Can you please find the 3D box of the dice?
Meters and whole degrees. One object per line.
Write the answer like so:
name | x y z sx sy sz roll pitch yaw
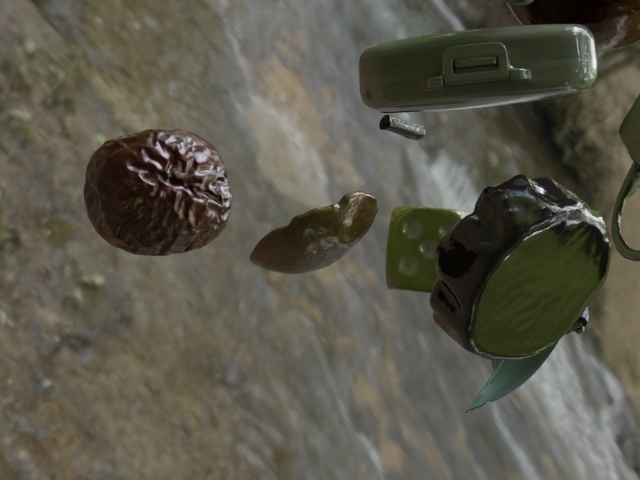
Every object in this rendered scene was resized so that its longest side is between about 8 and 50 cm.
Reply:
dice | 0.222 0.022 2.110 0.166 0.169 0.169 22 73 -78

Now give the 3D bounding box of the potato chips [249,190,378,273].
potato chips | -0.001 0.001 1.459 0.195 0.208 0.062 -5 70 -59

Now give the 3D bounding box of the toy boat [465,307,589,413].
toy boat | 0.339 0.186 1.852 0.070 0.291 0.210 50 -5 -16

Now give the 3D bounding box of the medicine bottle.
medicine bottle | 0.254 -0.278 1.724 0.282 0.375 0.123 -36 122 -80

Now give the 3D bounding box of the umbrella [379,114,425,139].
umbrella | 0.171 -0.235 2.215 0.133 0.036 0.031 12 70 -46

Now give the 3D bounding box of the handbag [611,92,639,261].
handbag | 0.375 -0.107 0.979 0.109 0.315 0.241 7 35 -18

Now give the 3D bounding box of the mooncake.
mooncake | 0.284 0.039 1.549 0.283 0.283 0.141 33 6 -45

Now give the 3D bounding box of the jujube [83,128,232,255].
jujube | -0.268 -0.078 1.751 0.232 0.213 0.213 -7 53 -27

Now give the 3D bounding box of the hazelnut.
hazelnut | 0.475 -0.531 1.838 0.359 0.359 0.409 -77 155 -67

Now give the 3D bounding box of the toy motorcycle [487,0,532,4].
toy motorcycle | 0.285 -0.437 1.656 0.228 0.151 0.074 25 54 -20
